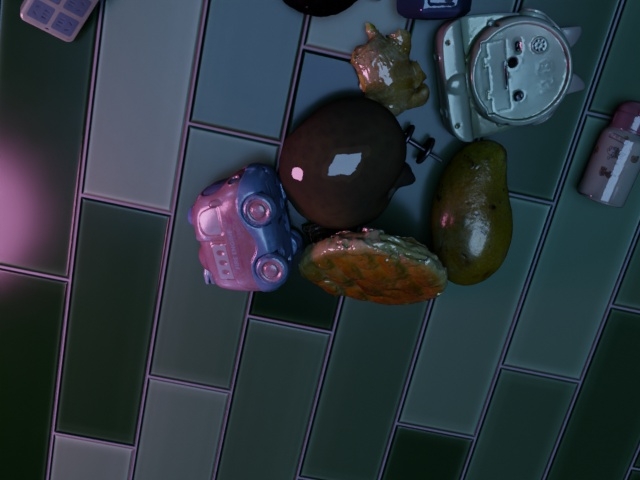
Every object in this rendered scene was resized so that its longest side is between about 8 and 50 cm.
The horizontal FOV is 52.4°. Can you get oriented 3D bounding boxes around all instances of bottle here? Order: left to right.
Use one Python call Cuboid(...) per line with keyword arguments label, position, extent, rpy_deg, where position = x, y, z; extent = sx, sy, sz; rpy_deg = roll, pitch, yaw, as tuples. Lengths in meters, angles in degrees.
Cuboid(label="bottle", position=(0.677, -0.199, 1.471), extent=(0.110, 0.110, 0.233), rpy_deg=(16, 106, -5))

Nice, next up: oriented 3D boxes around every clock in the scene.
Cuboid(label="clock", position=(0.417, -0.369, 1.414), extent=(0.324, 0.108, 0.265), rpy_deg=(-11, 107, 3))

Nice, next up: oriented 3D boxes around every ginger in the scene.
Cuboid(label="ginger", position=(0.146, -0.373, 1.414), extent=(0.157, 0.102, 0.216), rpy_deg=(-27, 105, 0))

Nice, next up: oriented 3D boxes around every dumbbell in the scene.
Cuboid(label="dumbbell", position=(0.216, -0.219, 1.480), extent=(0.147, 0.069, 0.069), rpy_deg=(30, 105, -10))
Cuboid(label="dumbbell", position=(0.233, -0.617, 1.318), extent=(0.144, 0.160, 0.324), rpy_deg=(-11, 110, -30))

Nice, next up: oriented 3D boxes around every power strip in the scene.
Cuboid(label="power strip", position=(-0.509, -0.534, 1.338), extent=(0.118, 0.046, 0.270), rpy_deg=(24, 123, -38))

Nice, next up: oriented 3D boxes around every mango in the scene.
Cuboid(label="mango", position=(0.338, -0.059, 1.478), extent=(0.177, 0.175, 0.329), rpy_deg=(-8, 106, -7))

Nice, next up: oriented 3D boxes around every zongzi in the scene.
Cuboid(label="zongzi", position=(0.000, 0.000, 1.561), extent=(0.067, 0.073, 0.083), rpy_deg=(-19, 65, 5))

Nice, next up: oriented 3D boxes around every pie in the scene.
Cuboid(label="pie", position=(0.124, 0.066, 1.473), extent=(0.339, 0.339, 0.083), rpy_deg=(12, 65, -4))

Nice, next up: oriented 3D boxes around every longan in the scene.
Cuboid(label="longan", position=(0.059, -0.165, 1.408), extent=(0.300, 0.243, 0.300), rpy_deg=(-3, 132, -3))

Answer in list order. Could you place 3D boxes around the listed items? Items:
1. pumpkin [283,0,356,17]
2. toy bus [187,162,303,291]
Cuboid(label="pumpkin", position=(0.003, -0.573, 1.320), extent=(0.233, 0.163, 0.233), rpy_deg=(0, 105, 1))
Cuboid(label="toy bus", position=(-0.180, -0.022, 1.483), extent=(0.232, 0.197, 0.294), rpy_deg=(-7, 109, 13))
